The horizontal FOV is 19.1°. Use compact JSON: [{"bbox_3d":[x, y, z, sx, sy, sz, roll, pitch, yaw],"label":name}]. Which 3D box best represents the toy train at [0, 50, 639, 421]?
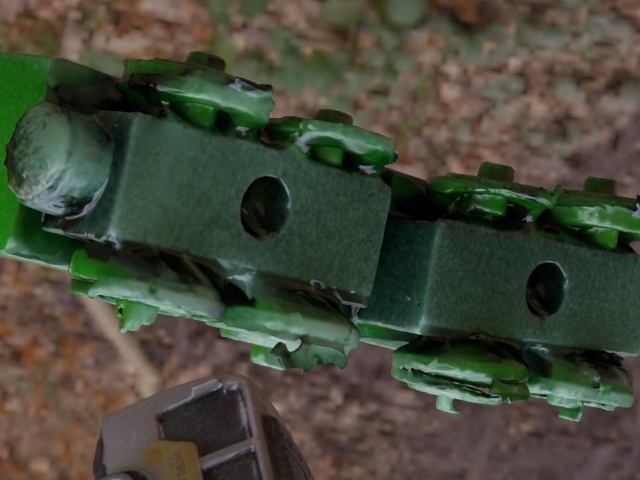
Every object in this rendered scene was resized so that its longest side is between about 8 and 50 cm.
[{"bbox_3d":[0.000,0.000,0.584,0.251,0.085,0.119,16,175,-41],"label":"toy train"}]

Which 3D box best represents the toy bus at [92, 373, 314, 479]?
[{"bbox_3d":[-0.058,0.221,1.142,0.138,0.342,0.097,-25,127,7],"label":"toy bus"}]
